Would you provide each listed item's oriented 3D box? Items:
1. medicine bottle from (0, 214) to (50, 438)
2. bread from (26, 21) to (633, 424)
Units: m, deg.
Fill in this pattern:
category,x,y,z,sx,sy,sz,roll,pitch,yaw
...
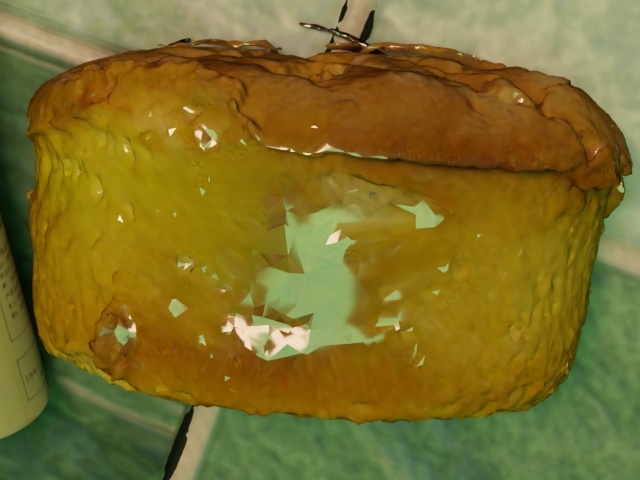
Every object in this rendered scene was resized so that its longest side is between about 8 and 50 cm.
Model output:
category,x,y,z,sx,sy,sz,roll,pitch,yaw
medicine bottle,-0.167,-0.025,0.616,0.059,0.059,0.231,-10,116,3
bread,-0.004,-0.003,0.602,0.260,0.147,0.160,9,101,-2
